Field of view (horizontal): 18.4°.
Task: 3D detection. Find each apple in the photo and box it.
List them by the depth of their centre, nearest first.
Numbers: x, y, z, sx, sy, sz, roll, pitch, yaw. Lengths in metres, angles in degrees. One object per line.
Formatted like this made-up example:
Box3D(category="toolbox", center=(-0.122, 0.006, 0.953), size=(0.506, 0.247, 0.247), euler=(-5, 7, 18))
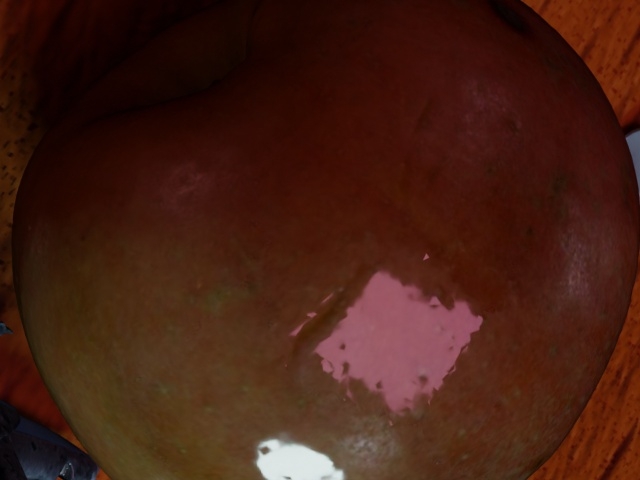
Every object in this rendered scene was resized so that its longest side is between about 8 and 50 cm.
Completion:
Box3D(category="apple", center=(0.000, 0.000, 0.794), size=(0.253, 0.253, 0.253), euler=(-20, 124, -33))

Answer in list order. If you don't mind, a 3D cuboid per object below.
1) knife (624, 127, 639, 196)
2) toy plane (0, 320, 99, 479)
Box3D(category="knife", center=(0.184, -0.040, 1.078), size=(0.260, 0.034, 0.063), euler=(-47, 132, -8))
Box3D(category="toy plane", center=(-0.166, 0.083, 0.799), size=(0.169, 0.078, 0.246), euler=(-38, 142, 18))
